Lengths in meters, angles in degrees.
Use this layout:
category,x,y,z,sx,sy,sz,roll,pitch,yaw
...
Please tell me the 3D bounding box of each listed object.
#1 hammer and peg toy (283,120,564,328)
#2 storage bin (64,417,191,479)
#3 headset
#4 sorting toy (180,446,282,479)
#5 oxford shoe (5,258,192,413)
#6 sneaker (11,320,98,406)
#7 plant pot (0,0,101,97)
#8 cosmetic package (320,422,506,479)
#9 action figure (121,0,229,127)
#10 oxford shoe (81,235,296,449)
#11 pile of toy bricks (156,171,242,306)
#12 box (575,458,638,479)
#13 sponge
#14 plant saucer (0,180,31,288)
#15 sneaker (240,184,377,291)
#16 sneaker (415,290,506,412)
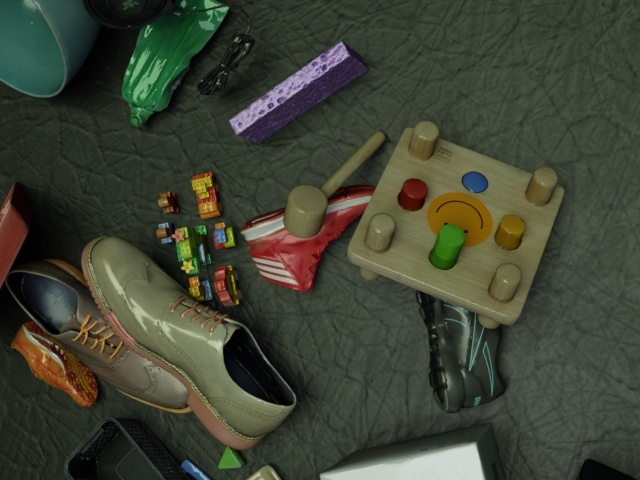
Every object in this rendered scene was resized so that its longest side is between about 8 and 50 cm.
category,x,y,z,sx,sy,sz,roll,pitch,yaw
hammer and peg toy,0.147,-0.051,1.730,0.361,0.127,0.266,23,56,8
storage bin,-0.291,0.372,1.887,0.122,0.084,0.180,-48,69,7
headset,-0.275,-0.381,1.808,0.394,0.243,0.185,34,125,-9
sorting toy,-0.102,0.472,1.872,0.196,0.047,0.348,-39,80,9
oxford shoe,-0.341,0.156,1.897,0.363,0.133,0.130,31,95,12
sneaker,-0.423,0.205,1.962,0.175,0.064,0.067,45,120,15
plant pot,-0.444,-0.396,1.896,0.290,0.290,0.195,32,60,13
cosmetic package,0.140,0.355,1.728,0.224,0.224,0.138,-15,85,12
action figure,-0.249,-0.287,1.929,0.137,0.063,0.232,24,90,11
oxford shoe,-0.187,0.127,1.821,0.397,0.140,0.146,46,132,-6
pile of toy bricks,-0.196,0.004,1.883,0.118,0.105,0.212,-13,85,13
box,0.369,0.530,1.632,0.212,0.293,0.395,25,93,13
sponge,-0.032,-0.222,1.847,0.210,0.117,0.031,-33,80,11
plant saucer,-0.516,0.047,1.904,0.047,0.259,0.258,26,94,-16
sneaker,0.000,0.000,1.865,0.221,0.087,0.128,-16,103,10
sneaker,0.205,0.117,1.804,0.106,0.101,0.267,-7,84,-10
